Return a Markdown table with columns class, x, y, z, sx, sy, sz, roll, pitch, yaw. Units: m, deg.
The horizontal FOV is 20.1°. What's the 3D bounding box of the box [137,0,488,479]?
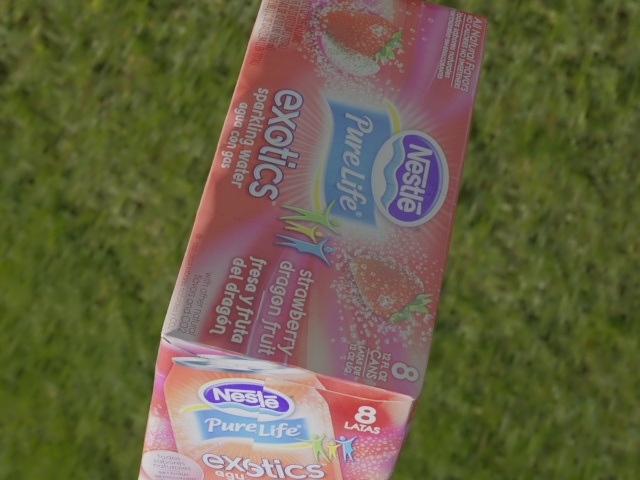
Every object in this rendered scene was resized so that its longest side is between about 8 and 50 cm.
| class | x | y | z | sx | sy | sz | roll | pitch | yaw |
| --- | --- | --- | --- | --- | --- | --- | --- | --- | --- |
| box | 0.000 | 0.000 | 1.064 | 0.142 | 0.300 | 0.154 | 14 | 139 | 0 |
